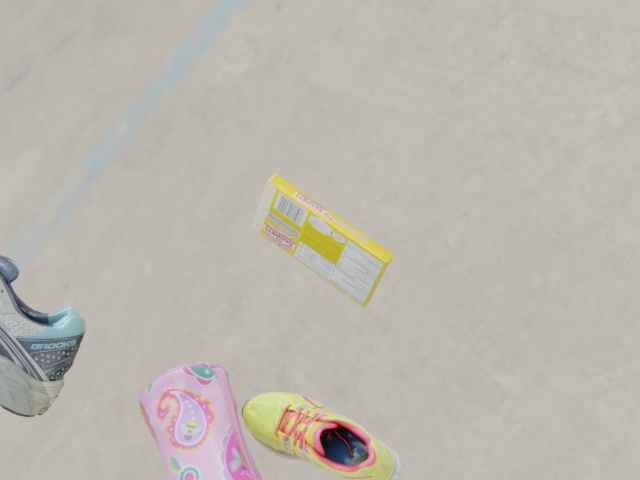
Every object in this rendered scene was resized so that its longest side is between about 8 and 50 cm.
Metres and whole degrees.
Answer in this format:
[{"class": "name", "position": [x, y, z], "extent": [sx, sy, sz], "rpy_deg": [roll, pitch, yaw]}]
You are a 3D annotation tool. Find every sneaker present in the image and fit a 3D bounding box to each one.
[{"class": "sneaker", "position": [-0.357, 0.051, 1.162], "extent": [0.122, 0.283, 0.110], "rpy_deg": [-56, 22, 4]}, {"class": "sneaker", "position": [-0.005, 0.228, 1.428], "extent": [0.209, 0.094, 0.081], "rpy_deg": [18, 75, 22]}]

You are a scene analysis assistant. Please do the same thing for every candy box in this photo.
[{"class": "candy box", "position": [0.000, 0.000, 1.696], "extent": [0.027, 0.206, 0.105], "rpy_deg": [-47, -13, -40]}]

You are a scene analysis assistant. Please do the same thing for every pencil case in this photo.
[{"class": "pencil case", "position": [-0.114, 0.282, 1.393], "extent": [0.124, 0.124, 0.284], "rpy_deg": [-33, 68, 21]}]
